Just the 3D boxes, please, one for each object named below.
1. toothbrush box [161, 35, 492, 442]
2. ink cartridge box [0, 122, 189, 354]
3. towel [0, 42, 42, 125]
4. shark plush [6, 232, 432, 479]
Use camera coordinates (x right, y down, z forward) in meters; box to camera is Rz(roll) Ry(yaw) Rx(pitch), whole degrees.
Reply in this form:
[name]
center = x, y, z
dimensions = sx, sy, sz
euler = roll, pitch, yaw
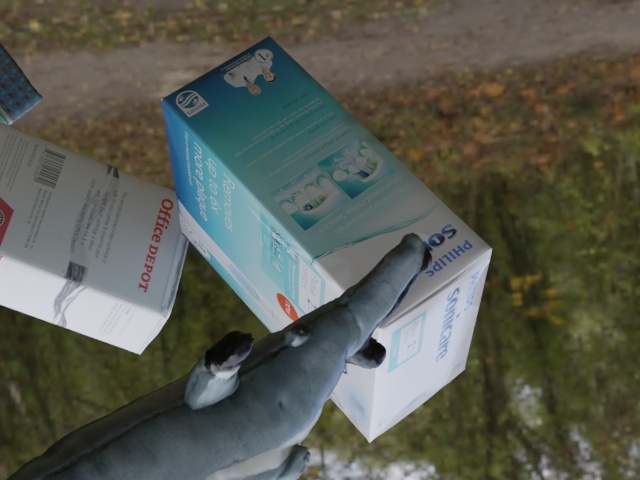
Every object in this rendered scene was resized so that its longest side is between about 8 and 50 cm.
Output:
[toothbrush box]
center = 0.000, 0.000, 1.098
dimensions = 0.126, 0.295, 0.216
euler = -35, 155, -21
[ink cartridge box]
center = -0.249, -0.001, 1.244
dimensions = 0.218, 0.158, 0.092
euler = 21, 140, -14
[towel]
center = -0.585, -0.181, 1.581
dimensions = 0.370, 0.271, 0.040
euler = -39, -170, -17
[shark plush]
center = -0.024, 0.055, 0.386
dimensions = 0.161, 0.073, 0.067
euler = -26, 144, -10
